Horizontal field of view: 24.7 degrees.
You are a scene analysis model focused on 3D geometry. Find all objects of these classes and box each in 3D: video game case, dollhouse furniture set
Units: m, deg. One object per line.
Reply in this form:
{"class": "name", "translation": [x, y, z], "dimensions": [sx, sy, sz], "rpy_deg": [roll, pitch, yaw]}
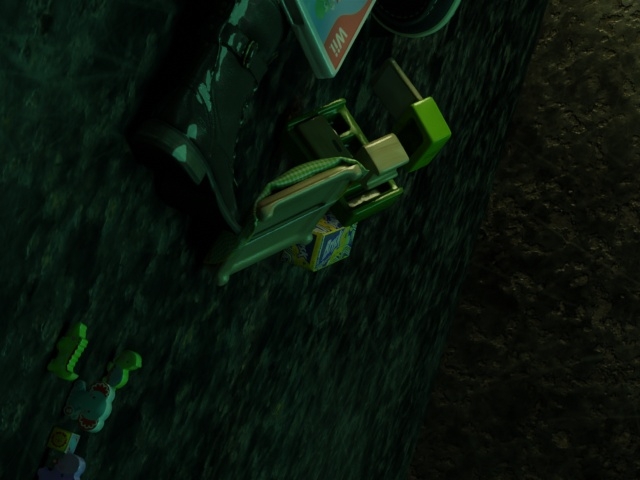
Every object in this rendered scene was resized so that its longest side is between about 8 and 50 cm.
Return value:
{"class": "video game case", "translation": [-0.010, -0.343, 1.535], "dimensions": [0.204, 0.025, 0.285], "rpy_deg": [-64, 141, -37]}
{"class": "dollhouse furniture set", "translation": [-0.025, -0.095, 1.755], "dimensions": [0.301, 0.151, 0.197], "rpy_deg": [-26, 166, -31]}

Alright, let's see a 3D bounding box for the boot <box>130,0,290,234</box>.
{"class": "boot", "translation": [-0.091, -0.144, 1.543], "dimensions": [0.229, 0.091, 0.263], "rpy_deg": [-62, 161, -16]}

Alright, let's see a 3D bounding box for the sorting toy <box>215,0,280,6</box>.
{"class": "sorting toy", "translation": [-0.056, -0.335, 1.584], "dimensions": [0.208, 0.038, 0.193], "rpy_deg": [-49, 153, -44]}

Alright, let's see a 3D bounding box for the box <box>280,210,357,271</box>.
{"class": "box", "translation": [0.000, 0.000, 2.118], "dimensions": [0.169, 0.054, 0.059], "rpy_deg": [-20, 127, -70]}

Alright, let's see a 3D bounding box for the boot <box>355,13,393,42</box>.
{"class": "boot", "translation": [0.204, -0.386, 1.988], "dimensions": [0.131, 0.260, 0.348], "rpy_deg": [83, 29, -58]}

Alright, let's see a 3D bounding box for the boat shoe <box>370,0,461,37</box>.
{"class": "boat shoe", "translation": [0.090, -0.458, 1.686], "dimensions": [0.156, 0.187, 0.500], "rpy_deg": [-47, 146, -47]}

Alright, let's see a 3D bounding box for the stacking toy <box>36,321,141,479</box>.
{"class": "stacking toy", "translation": [-0.249, 0.204, 1.495], "dimensions": [0.167, 0.052, 0.221], "rpy_deg": [48, 61, -73]}
